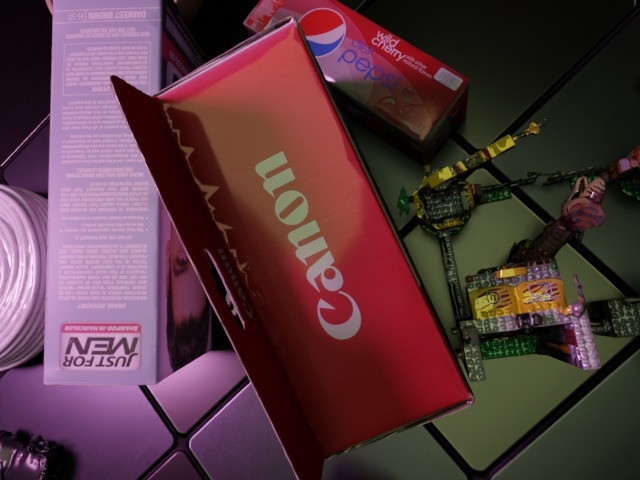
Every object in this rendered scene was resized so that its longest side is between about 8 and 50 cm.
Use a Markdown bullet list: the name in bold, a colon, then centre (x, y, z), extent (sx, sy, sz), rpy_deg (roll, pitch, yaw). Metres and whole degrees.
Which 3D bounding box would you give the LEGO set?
- **LEGO set**: centre (0.232, 0.005, 0.427), extent (0.330, 0.192, 0.255), rpy_deg (-2, 81, 14)

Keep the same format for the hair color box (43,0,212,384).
- **hair color box**: centre (-0.195, -0.051, 0.528), extent (0.113, 0.185, 0.375), rpy_deg (0, 87, 3)

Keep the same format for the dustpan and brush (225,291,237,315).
- **dustpan and brush**: centre (-0.077, -0.013, 0.580), extent (0.147, 0.060, 0.212), rpy_deg (9, 84, 16)

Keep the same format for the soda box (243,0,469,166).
- **soda box**: centre (0.041, -0.201, 0.561), extent (0.263, 0.092, 0.084), rpy_deg (39, 93, 16)

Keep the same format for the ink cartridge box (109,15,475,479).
- **ink cartridge box**: centre (0.000, 0.000, 0.412), extent (0.129, 0.272, 0.310), rpy_deg (-26, 92, 8)

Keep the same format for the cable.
- **cable**: centre (-0.453, 0.050, 0.654), extent (0.256, 0.089, 0.258), rpy_deg (10, 84, 16)

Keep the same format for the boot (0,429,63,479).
- **boot**: centre (-0.396, 0.315, 0.624), extent (0.099, 0.045, 0.121), rpy_deg (14, 85, 13)

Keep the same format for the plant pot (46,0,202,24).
- **plant pot**: centre (-0.238, -0.354, 0.649), extent (0.237, 0.109, 0.238), rpy_deg (-2, 82, 15)
